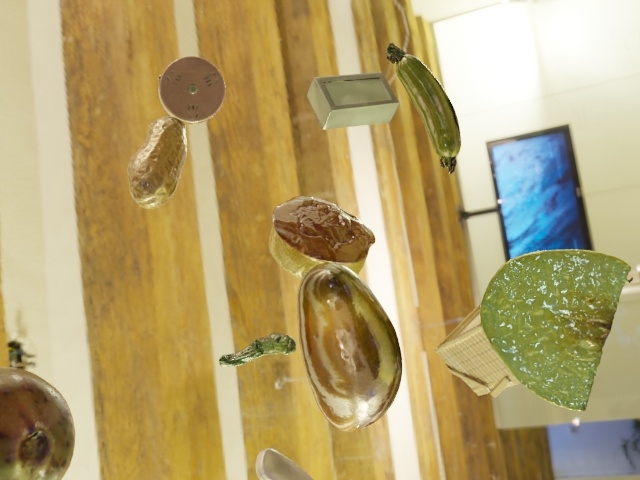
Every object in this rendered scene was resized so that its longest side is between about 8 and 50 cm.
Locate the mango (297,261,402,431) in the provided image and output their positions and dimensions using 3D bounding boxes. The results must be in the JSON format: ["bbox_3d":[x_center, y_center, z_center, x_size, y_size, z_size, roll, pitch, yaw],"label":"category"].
[{"bbox_3d":[0.037,0.136,0.881,0.111,0.133,0.267,-32,-50,-30],"label":"mango"}]

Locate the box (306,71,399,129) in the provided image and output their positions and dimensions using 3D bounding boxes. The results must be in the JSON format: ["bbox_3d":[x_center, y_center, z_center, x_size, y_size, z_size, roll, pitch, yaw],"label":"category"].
[{"bbox_3d":[0.093,-0.402,2.013,0.129,0.225,0.086,66,152,25],"label":"box"}]

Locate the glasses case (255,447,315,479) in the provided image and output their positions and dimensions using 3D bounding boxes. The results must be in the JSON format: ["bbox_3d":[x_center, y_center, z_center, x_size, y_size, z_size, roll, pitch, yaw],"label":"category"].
[{"bbox_3d":[-0.067,0.518,1.518,0.193,0.049,0.074,44,-150,-26],"label":"glasses case"}]

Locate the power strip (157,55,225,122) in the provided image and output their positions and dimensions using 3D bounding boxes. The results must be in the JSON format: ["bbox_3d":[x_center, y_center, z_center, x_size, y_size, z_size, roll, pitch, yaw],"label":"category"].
[{"bbox_3d":[-0.298,-0.344,1.622,0.078,0.154,0.154,-157,51,-73],"label":"power strip"}]

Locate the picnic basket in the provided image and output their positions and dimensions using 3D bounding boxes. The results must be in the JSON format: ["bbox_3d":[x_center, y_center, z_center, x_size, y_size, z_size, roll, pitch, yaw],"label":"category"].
[{"bbox_3d":[0.440,0.227,1.658,0.175,0.228,0.313,47,157,7],"label":"picnic basket"}]

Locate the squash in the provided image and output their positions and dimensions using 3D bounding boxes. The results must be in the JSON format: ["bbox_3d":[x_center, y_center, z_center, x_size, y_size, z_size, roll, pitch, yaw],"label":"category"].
[{"bbox_3d":[0.234,-0.288,1.493,0.080,0.071,0.318,-9,-111,-42],"label":"squash"}]

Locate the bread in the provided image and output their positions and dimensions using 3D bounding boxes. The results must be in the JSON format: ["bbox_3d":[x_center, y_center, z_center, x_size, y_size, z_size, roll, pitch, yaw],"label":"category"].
[{"bbox_3d":[0.000,0.000,1.766,0.270,0.270,0.148,-64,-5,-57],"label":"bread"}]

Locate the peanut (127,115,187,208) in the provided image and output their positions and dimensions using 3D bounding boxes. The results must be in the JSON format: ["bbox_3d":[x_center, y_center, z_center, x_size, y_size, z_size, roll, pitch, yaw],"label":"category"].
[{"bbox_3d":[-0.330,-0.163,1.429,0.095,0.108,0.226,79,-160,-56],"label":"peanut"}]

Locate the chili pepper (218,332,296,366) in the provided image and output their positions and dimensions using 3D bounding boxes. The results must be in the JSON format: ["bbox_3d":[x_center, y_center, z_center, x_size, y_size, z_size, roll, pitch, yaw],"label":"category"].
[{"bbox_3d":[-0.136,0.243,1.570,0.050,0.182,0.073,65,-161,-11],"label":"chili pepper"}]

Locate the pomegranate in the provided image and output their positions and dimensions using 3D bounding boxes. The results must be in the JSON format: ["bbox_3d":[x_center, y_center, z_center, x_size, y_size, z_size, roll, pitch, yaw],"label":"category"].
[{"bbox_3d":[-0.557,0.341,1.156,0.242,0.306,0.242,-18,-90,-73],"label":"pomegranate"}]

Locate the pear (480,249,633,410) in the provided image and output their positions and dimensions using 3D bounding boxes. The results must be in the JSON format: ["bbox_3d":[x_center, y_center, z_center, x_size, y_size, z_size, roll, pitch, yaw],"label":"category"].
[{"bbox_3d":[0.424,0.142,1.333,0.139,0.239,0.288,-15,-60,-75],"label":"pear"}]
